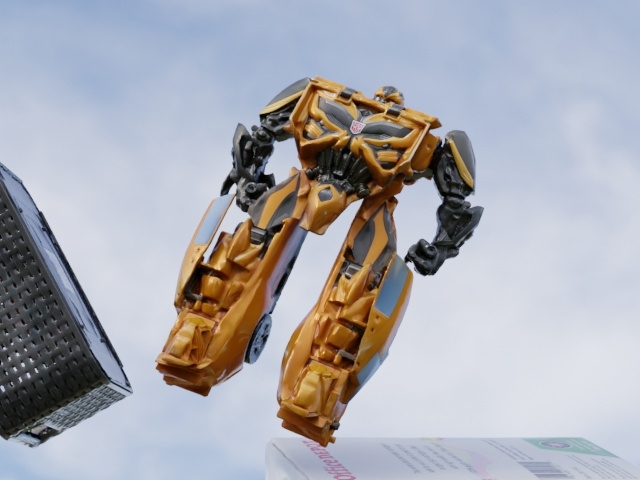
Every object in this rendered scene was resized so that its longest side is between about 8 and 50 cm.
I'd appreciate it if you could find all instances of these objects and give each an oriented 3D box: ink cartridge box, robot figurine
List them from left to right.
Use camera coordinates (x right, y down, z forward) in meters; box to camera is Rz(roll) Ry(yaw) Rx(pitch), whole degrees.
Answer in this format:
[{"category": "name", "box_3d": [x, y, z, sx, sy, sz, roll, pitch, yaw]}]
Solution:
[{"category": "robot figurine", "box_3d": [0.000, 0.000, 1.486, 0.211, 0.291, 0.085, 20, -18, 14]}, {"category": "ink cartridge box", "box_3d": [0.108, 0.227, 1.515, 0.278, 0.117, 0.201, 1, 5, -12]}]

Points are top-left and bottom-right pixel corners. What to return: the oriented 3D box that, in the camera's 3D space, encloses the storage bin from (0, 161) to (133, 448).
[{"category": "storage bin", "box_3d": [-0.213, 0.044, 1.342, 0.084, 0.180, 0.122, -28, -11, 0]}]
